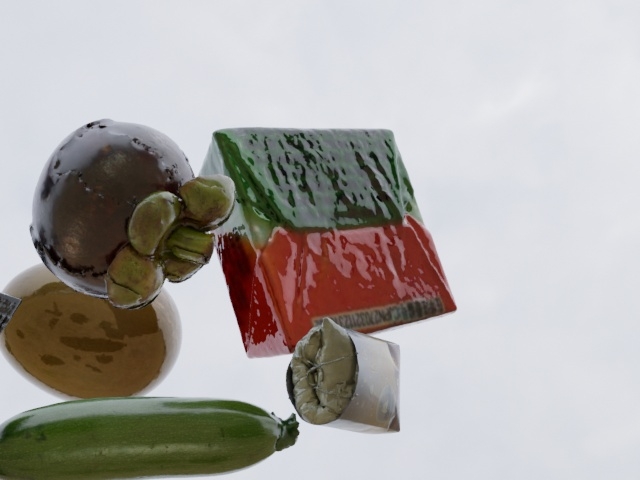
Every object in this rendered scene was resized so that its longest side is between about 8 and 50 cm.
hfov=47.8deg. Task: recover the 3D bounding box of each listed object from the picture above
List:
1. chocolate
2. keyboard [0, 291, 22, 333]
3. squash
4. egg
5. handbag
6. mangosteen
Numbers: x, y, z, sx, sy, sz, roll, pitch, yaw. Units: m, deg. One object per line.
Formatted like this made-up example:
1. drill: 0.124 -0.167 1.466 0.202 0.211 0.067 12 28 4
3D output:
1. chocolate: 0.000 0.000 1.136 0.360 0.341 0.161 -7 -18 -39
2. keyboard: -0.437 0.060 0.732 0.103 0.041 0.381 -59 -22 -8
3. squash: -0.217 0.251 0.914 0.395 0.107 0.107 2 -60 -23
4. egg: -0.387 0.150 1.222 0.322 0.250 0.250 27 -69 -38
5. handbag: 0.030 0.162 0.842 0.095 0.117 0.173 -10 -22 29
6. mangosteen: -0.170 -0.019 0.655 0.166 0.180 0.166 -40 -38 -41
